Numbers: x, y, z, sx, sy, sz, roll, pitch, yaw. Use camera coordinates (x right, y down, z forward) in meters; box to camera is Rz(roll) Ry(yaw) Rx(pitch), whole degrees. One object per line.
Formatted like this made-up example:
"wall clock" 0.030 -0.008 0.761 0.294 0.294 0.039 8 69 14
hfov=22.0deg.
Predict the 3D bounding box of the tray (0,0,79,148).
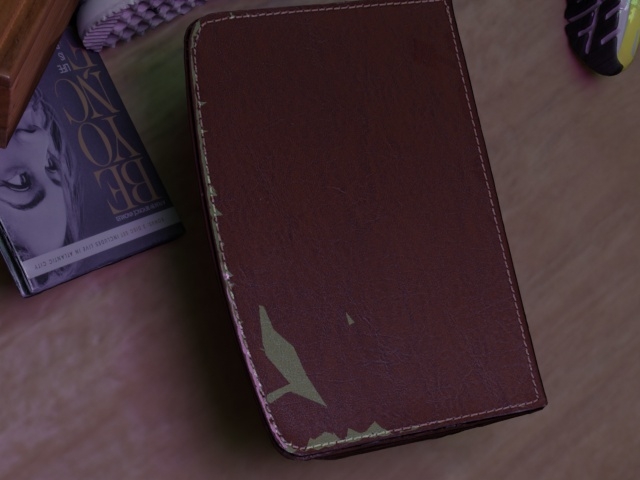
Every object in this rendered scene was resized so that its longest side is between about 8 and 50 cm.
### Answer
"tray" -0.225 -0.262 1.071 0.203 0.076 0.411 19 54 -1

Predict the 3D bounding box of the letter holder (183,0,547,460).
"letter holder" 0.000 0.000 1.155 0.214 0.152 0.302 -9 80 -25

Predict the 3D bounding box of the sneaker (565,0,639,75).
"sneaker" 0.269 -0.229 1.382 0.094 0.081 0.208 19 69 -23

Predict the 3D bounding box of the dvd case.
"dvd case" -0.191 -0.082 1.120 0.164 0.018 0.221 -24 88 -54

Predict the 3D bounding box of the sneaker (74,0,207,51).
"sneaker" -0.084 -0.261 1.210 0.293 0.102 0.146 -29 82 -31
